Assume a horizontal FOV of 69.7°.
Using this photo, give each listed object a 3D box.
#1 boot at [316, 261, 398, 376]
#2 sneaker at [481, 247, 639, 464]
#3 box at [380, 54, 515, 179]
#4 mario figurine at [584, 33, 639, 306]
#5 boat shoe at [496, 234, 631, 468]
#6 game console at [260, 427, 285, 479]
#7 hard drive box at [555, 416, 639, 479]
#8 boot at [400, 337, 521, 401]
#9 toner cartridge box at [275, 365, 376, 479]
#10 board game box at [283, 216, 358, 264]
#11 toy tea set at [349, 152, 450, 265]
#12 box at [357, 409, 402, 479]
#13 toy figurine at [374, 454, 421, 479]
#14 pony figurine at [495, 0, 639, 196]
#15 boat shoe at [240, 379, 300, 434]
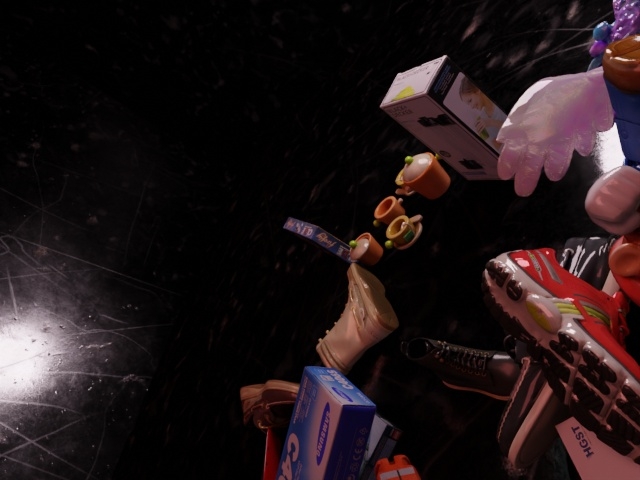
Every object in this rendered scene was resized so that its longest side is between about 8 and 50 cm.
[{"bbox_3d":[0.070,0.184,1.102,0.203,0.095,0.262,-51,27,18],"label":"boot"},{"bbox_3d":[0.299,0.102,0.500,0.119,0.107,0.278,-18,48,-11],"label":"sneaker"},{"bbox_3d":[0.285,-0.238,0.953,0.087,0.290,0.169,-60,24,-6],"label":"box"},{"bbox_3d":[0.366,-0.037,0.428,0.198,0.320,0.170,-5,34,34],"label":"mario figurine"},{"bbox_3d":[0.310,0.130,0.623,0.113,0.127,0.339,24,79,46],"label":"boat shoe"},{"bbox_3d":[-0.129,0.532,1.061,0.124,0.085,0.144,-43,27,29],"label":"game console"},{"bbox_3d":[0.388,0.219,0.444,0.232,0.089,0.181,-46,25,24],"label":"hard drive box"},{"bbox_3d":[0.235,0.191,0.713,0.198,0.137,0.076,-27,38,48],"label":"boot"},{"bbox_3d":[-0.010,0.429,0.846,0.165,0.075,0.347,19,96,63],"label":"toner cartridge box"},{"bbox_3d":[0.000,0.000,1.367,0.042,0.165,0.243,-60,23,-4],"label":"board game box"},{"bbox_3d":[0.180,-0.089,1.152,0.335,0.124,0.200,-58,24,-12],"label":"toy tea set"},{"bbox_3d":[0.051,0.397,0.929,0.159,0.044,0.233,-61,24,-7],"label":"box"},{"bbox_3d":[0.124,0.409,0.567,0.209,0.213,0.148,-55,10,5],"label":"toy figurine"},{"bbox_3d":[0.435,-0.196,0.571,0.350,0.303,0.363,-62,-2,-23],"label":"pony figurine"},{"bbox_3d":[-0.108,0.419,1.140,0.342,0.123,0.123,-28,51,49],"label":"boat shoe"}]
